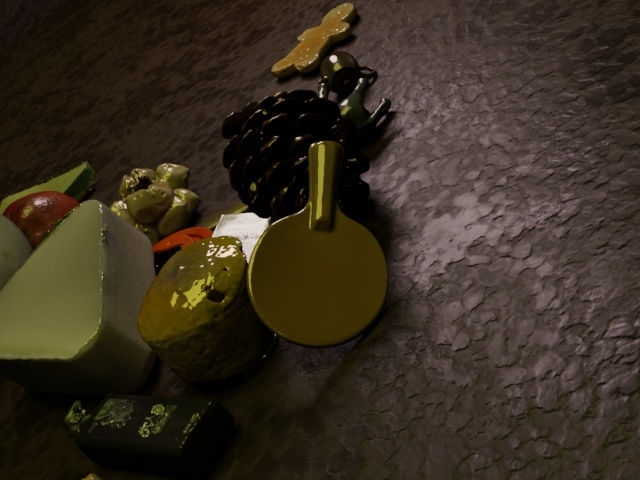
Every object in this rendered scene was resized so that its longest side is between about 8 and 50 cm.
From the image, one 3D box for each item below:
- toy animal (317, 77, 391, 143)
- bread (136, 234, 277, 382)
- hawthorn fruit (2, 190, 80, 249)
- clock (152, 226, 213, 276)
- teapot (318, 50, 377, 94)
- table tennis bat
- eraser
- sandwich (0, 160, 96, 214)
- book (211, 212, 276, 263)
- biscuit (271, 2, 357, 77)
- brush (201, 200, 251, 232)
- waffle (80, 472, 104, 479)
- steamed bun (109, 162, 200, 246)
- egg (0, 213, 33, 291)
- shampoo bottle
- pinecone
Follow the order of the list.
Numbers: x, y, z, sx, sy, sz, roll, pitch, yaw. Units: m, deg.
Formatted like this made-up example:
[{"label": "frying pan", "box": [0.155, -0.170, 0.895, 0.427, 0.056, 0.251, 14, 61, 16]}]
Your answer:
[{"label": "toy animal", "box": [0.003, -0.215, 1.890, 0.269, 0.082, 0.137, -11, 37, 33]}, {"label": "bread", "box": [-0.165, 0.102, 1.522, 0.197, 0.171, 0.197, -24, 30, 15]}, {"label": "hawthorn fruit", "box": [-0.540, -0.037, 2.124, 0.162, 0.163, 0.203, -3, 25, 41]}, {"label": "clock", "box": [-0.261, 0.052, 1.803, 0.205, 0.051, 0.205, -23, 33, 16]}, {"label": "teapot", "box": [0.050, -0.315, 2.002, 0.121, 0.076, 0.068, -8, 39, -14]}, {"label": "table tennis bat", "box": [0.000, 0.000, 1.482, 0.198, 0.050, 0.321, 5, 64, -2]}, {"label": "eraser", "box": [-0.421, 0.132, 1.714, 0.331, 0.150, 0.331, -21, 47, 25]}, {"label": "sandwich", "box": [-0.609, -0.048, 2.273, 0.245, 0.063, 0.212, -22, 36, 22]}, {"label": "book", "box": [-0.130, 0.013, 1.734, 0.127, 0.014, 0.182, -1, 40, 17]}, {"label": "biscuit", "box": [0.003, -0.429, 2.242, 0.153, 0.030, 0.234, 2, 46, 44]}, {"label": "brush", "box": [-0.110, -0.083, 1.862, 0.248, 0.036, 0.043, -27, 27, 12]}, {"label": "waffle", "box": [-0.316, 0.423, 1.328, 0.168, 0.057, 0.274, -37, 31, -4]}, {"label": "steamed bun", "box": [-0.320, -0.075, 1.981, 0.192, 0.106, 0.178, -17, 36, 24]}, {"label": "egg", "box": [-0.665, 0.068, 1.945, 0.278, 0.278, 0.336, -30, 33, 7]}, {"label": "shampoo bottle", "box": [-0.260, 0.270, 1.481, 0.309, 0.071, 0.098, -6, 44, 42]}, {"label": "pinecone", "box": [-0.041, -0.128, 1.685, 0.224, 0.224, 0.272, -35, 35, -1]}]
